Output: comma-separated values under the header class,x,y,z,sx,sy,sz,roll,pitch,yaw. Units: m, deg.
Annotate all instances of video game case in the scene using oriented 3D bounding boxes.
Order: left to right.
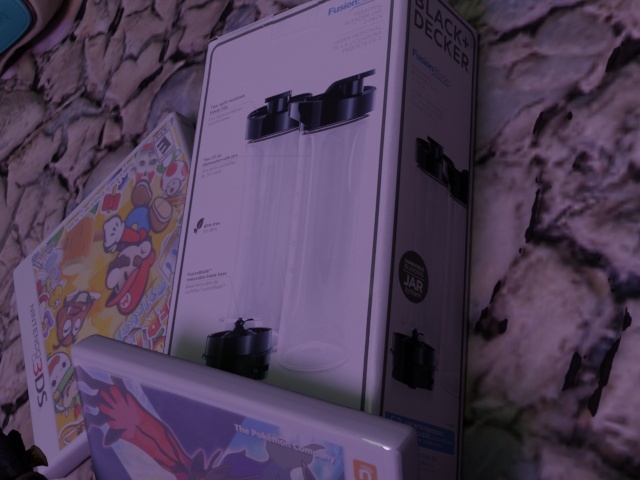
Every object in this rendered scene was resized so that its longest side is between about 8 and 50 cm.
class,x,y,z,sx,sy,sz,roll,pitch,yaw
video game case,-0.160,0.041,0.713,0.227,0.026,0.206,-39,51,23
video game case,-0.039,0.151,0.463,0.201,0.023,0.183,10,116,33

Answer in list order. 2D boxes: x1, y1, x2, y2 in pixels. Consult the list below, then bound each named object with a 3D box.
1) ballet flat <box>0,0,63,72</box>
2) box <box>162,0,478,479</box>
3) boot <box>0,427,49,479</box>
class,x,y,z,sx,sy,sz,roll,pitch,yaw
ballet flat,-0.369,-0.218,0.986,0.248,0.086,0.086,-22,59,33
box,0.000,0.000,0.543,0.169,0.087,0.290,-12,65,39
boot,-0.099,0.195,0.422,0.284,0.138,0.377,40,122,22
